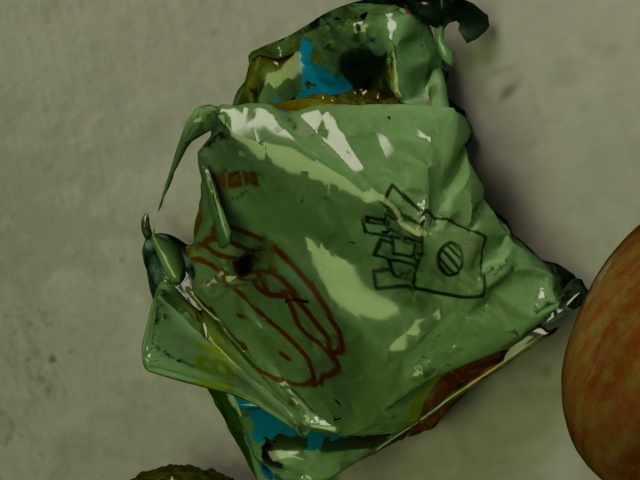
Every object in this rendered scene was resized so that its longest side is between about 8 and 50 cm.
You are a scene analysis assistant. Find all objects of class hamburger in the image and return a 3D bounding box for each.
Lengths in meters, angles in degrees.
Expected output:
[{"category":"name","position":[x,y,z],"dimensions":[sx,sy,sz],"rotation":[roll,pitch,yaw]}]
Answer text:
[{"category":"hamburger","position":[-0.008,-0.003,0.636],"dimensions":[0.261,0.150,0.276],"rotation":[-29,76,39]}]

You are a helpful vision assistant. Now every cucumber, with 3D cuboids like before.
[{"category":"cucumber","position":[-0.066,0.076,0.761],"dimensions":[0.056,0.056,0.250],"rotation":[-47,67,35]}]

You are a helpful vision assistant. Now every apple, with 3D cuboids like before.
[{"category":"apple","position":[0.176,0.054,0.475],"dimensions":[0.146,0.146,0.131],"rotation":[45,119,29]}]

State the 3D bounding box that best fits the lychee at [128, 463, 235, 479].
[{"category":"lychee","position":[-0.103,0.216,0.776],"dimensions":[0.147,0.114,0.114],"rotation":[-20,82,23]}]
